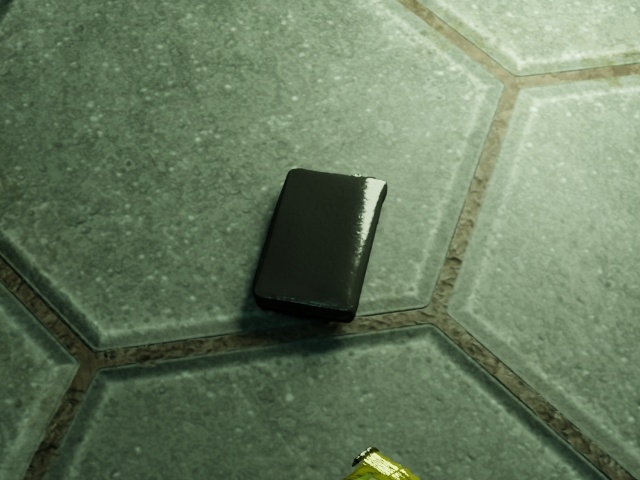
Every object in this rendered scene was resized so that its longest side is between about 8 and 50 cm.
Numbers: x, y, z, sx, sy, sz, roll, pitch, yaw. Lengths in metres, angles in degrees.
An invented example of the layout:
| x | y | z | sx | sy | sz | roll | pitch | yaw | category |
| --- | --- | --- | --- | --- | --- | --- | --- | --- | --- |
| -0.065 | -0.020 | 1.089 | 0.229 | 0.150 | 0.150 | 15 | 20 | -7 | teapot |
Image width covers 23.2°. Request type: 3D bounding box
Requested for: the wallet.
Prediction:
| x | y | z | sx | sy | sz | roll | pitch | yaw | category |
| --- | --- | --- | --- | --- | --- | --- | --- | --- | --- |
| 0.000 | 0.000 | 2.119 | 0.149 | 0.044 | 0.250 | 8 | 53 | 8 | wallet |

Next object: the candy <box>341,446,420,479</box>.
| x | y | z | sx | sy | sz | roll | pitch | yaw | category |
| --- | --- | --- | --- | --- | --- | --- | --- | --- | --- |
| 0.052 | 0.322 | 1.792 | 0.187 | 0.081 | 0.297 | 39 | 27 | 21 | candy |
